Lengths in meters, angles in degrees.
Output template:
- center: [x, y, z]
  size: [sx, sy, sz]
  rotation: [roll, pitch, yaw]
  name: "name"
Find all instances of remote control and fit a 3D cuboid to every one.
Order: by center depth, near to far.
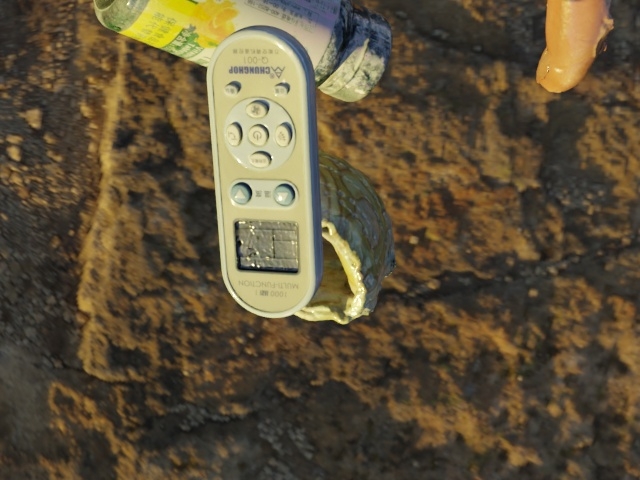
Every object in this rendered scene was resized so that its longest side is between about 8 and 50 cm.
- center: [-0.043, -0.054, 0.891]
  size: [0.087, 0.047, 0.244]
  rotation: [2, 110, 11]
  name: "remote control"

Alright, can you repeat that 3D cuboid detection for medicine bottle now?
- center: [-0.069, -0.233, 1.096]
  size: [0.293, 0.141, 0.141]
  rotation: [17, 90, -31]
  name: "medicine bottle"

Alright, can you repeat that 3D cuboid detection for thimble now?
- center: [0.000, 0.000, 1.191]
  size: [0.190, 0.143, 0.137]
  rotation: [45, 118, -11]
  name: "thimble"

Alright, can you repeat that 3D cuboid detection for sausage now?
- center: [0.252, -0.272, 1.068]
  size: [0.078, 0.078, 0.304]
  rotation: [-25, 133, -20]
  name: "sausage"
